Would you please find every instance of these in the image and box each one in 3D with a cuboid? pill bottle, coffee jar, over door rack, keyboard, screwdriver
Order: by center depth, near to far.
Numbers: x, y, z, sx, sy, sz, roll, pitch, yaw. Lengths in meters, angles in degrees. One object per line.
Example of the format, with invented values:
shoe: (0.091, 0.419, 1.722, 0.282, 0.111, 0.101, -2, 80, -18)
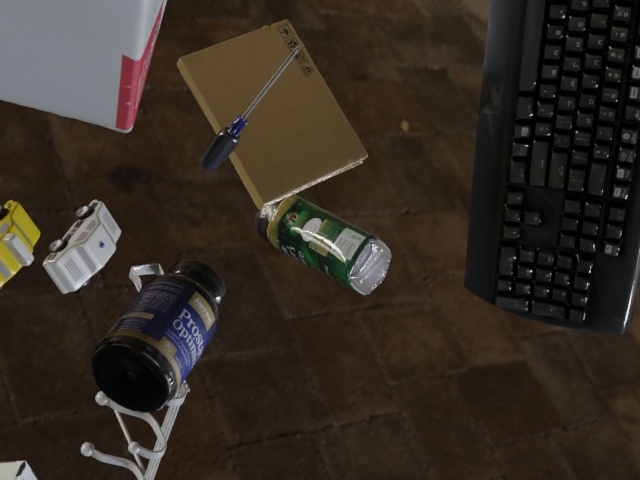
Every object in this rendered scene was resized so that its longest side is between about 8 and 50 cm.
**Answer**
keyboard: (0.202, -0.081, 0.702, 0.201, 0.317, 0.033, 7, 27, 10)
screwdriver: (-0.065, -0.129, 1.076, 0.024, 0.170, 0.025, 50, 27, 13)
coffee jar: (0.000, 0.000, 1.505, 0.184, 0.079, 0.096, 29, -6, 33)
pill bottle: (-0.214, 0.123, 1.523, 0.123, 0.123, 0.219, 36, 39, -5)
over door rack: (-0.305, 0.222, 1.742, 0.108, 0.239, 0.324, 9, 32, -23)

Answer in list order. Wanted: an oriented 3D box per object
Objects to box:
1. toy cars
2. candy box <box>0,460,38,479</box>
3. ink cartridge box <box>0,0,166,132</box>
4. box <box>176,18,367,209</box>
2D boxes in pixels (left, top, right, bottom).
toy cars: (-0.488, 0.013, 2.004, 0.394, 0.087, 0.176, -4, 93, -57)
candy box: (-0.502, 0.402, 1.536, 0.196, 0.165, 0.070, -71, 147, -49)
ink cartridge box: (-0.165, -0.318, 0.822, 0.160, 0.279, 0.384, 14, 71, -7)
box: (-0.056, -0.154, 1.314, 0.164, 0.021, 0.201, -27, 84, -31)
